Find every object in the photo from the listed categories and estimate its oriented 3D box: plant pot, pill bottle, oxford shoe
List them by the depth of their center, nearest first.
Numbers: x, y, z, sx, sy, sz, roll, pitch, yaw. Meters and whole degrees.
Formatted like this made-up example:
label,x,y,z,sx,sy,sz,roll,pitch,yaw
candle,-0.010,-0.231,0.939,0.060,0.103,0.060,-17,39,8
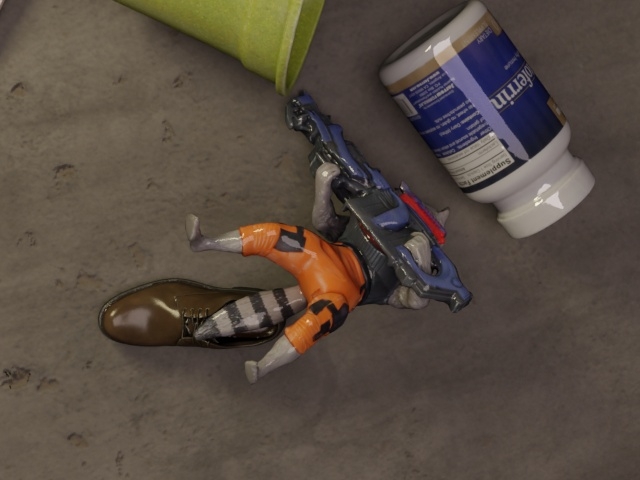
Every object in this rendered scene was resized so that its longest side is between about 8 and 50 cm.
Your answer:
label,x,y,z,sx,sy,sz,roll,pitch,yaw
plant pot,-0.117,-0.330,1.560,0.253,0.276,0.276,18,95,1
pill bottle,0.202,-0.140,1.664,0.153,0.153,0.265,-38,101,-2
oxford shoe,-0.153,0.091,1.675,0.227,0.096,0.083,-3,99,-6

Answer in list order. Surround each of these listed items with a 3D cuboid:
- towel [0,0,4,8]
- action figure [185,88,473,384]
label,x,y,z,sx,sy,sz,roll,pitch,yaw
towel,-0.531,-0.316,1.595,0.331,0.053,0.317,27,93,-11
action figure,0.000,0.000,1.645,0.330,0.178,0.341,-15,59,-29
